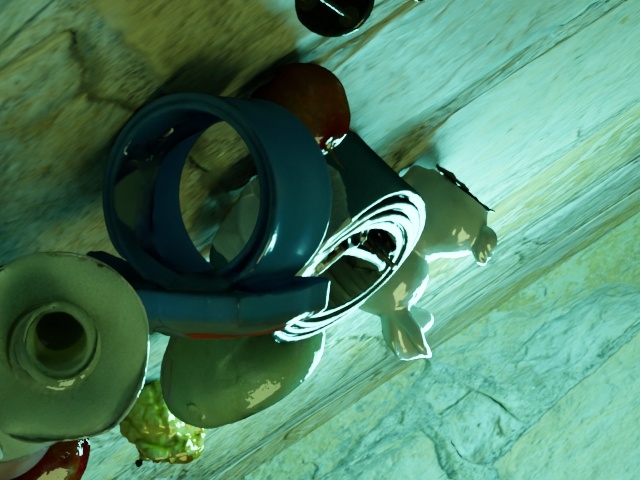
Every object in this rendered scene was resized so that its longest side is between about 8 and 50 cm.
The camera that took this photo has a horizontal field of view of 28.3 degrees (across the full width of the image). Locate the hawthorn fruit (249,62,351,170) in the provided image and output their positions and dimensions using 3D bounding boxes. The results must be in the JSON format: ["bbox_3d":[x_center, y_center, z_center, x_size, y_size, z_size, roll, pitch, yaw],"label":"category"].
[{"bbox_3d":[-0.023,-0.149,1.554,0.125,0.140,0.125,-25,-164,8],"label":"hawthorn fruit"}]

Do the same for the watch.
[{"bbox_3d":[-0.144,-0.033,1.471,0.305,0.274,0.241,6,-173,28],"label":"watch"}]

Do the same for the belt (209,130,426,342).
[{"bbox_3d":[0.001,0.001,1.873,0.300,0.173,0.436,-46,160,3],"label":"belt"}]

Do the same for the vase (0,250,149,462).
[{"bbox_3d":[-0.330,0.128,1.382,0.250,0.250,0.445,-25,-178,-26],"label":"vase"}]

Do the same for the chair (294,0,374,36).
[{"bbox_3d":[-0.008,-0.267,1.286,0.104,0.095,0.221,-32,165,14],"label":"chair"}]

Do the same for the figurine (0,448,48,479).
[{"bbox_3d":[-0.453,0.254,1.783,0.173,0.173,0.173,-31,163,-10],"label":"figurine"}]

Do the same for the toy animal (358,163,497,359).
[{"bbox_3d":[0.157,0.028,2.183,0.310,0.247,0.183,-55,-171,2],"label":"toy animal"}]

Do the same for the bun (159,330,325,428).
[{"bbox_3d":[-0.146,0.160,2.058,0.293,0.187,0.293,-20,-162,7],"label":"bun"}]

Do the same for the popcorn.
[{"bbox_3d":[-0.288,0.339,2.337,0.170,0.180,0.180,-67,164,-6],"label":"popcorn"}]

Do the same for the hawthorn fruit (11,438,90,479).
[{"bbox_3d":[-0.439,0.332,2.027,0.235,0.181,0.181,-37,163,10],"label":"hawthorn fruit"}]
